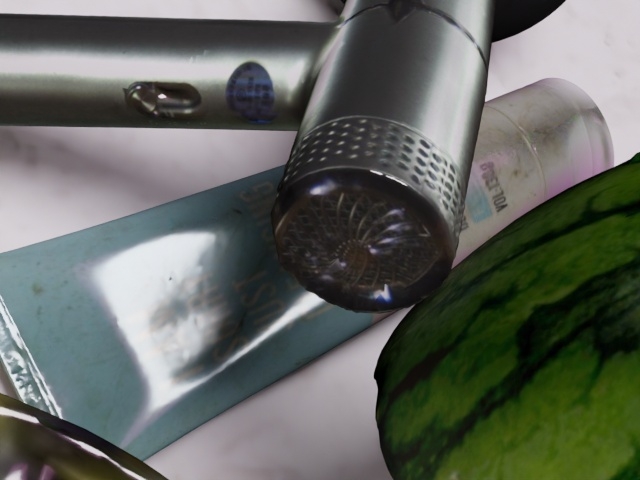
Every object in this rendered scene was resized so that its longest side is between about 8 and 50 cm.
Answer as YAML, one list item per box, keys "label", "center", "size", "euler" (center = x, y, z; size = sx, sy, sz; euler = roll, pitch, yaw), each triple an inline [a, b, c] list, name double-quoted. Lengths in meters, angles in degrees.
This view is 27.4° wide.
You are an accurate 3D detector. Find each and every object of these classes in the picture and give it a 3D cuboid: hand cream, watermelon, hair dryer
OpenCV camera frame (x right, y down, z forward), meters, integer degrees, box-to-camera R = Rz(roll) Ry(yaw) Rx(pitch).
- label: "hand cream"
  center: [0.000, 0.000, 0.600]
  size: [0.312, 0.070, 0.111]
  euler: [-25, 83, -29]
- label: "watermelon"
  center: [0.198, 0.057, 0.430]
  size: [0.331, 0.189, 0.331]
  euler: [31, 18, -11]
- label: "hair dryer"
  center: [-0.039, -0.120, 0.559]
  size: [0.284, 0.155, 0.320]
  euler: [21, 38, 8]

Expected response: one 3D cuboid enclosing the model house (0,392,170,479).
- label: "model house"
  center: [-0.184, 0.142, 0.396]
  size: [0.193, 0.175, 0.234]
  euler: [33, 67, -11]
